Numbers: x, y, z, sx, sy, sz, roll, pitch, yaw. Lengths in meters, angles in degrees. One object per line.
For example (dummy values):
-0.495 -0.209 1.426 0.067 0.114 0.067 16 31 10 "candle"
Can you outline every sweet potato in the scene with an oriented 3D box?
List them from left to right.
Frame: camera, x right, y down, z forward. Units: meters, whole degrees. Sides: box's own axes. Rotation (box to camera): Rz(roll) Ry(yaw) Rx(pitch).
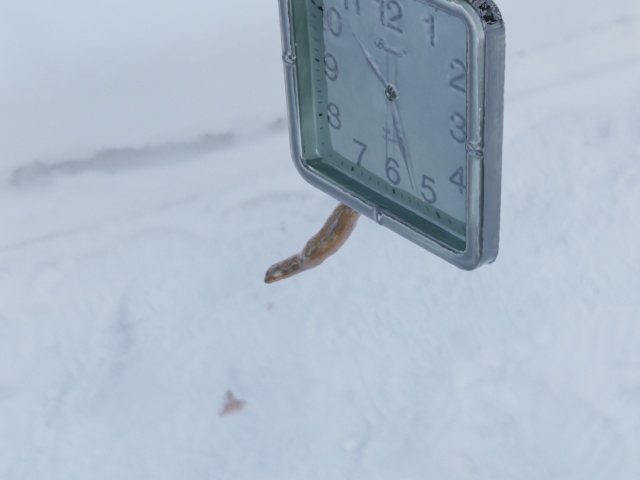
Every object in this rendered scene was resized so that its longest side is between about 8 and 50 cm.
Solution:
0.001 0.003 1.479 0.179 0.044 0.044 -45 61 27 "sweet potato"

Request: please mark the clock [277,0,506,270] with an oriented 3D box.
0.065 -0.132 1.154 0.049 0.278 0.273 -28 41 -31 "clock"
